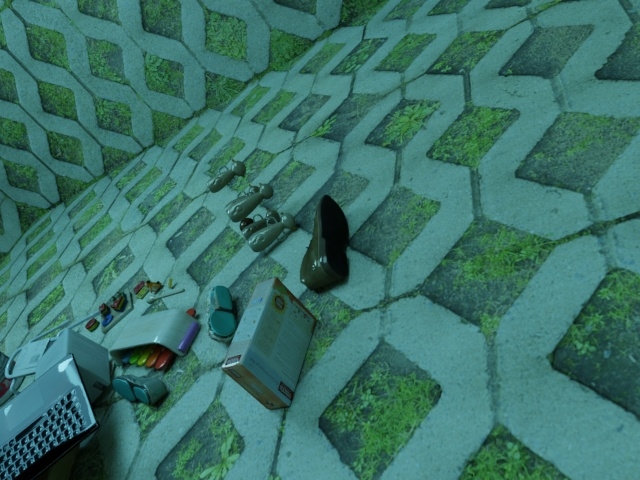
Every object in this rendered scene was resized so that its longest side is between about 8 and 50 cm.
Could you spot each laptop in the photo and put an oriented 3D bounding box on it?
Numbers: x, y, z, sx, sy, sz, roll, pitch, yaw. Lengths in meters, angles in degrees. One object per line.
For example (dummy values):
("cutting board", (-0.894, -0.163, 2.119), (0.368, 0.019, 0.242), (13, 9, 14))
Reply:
("laptop", (-0.758, 0.487, 1.425), (0.382, 0.236, 0.408), (-38, 51, -3))

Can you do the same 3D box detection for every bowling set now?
("bowling set", (-0.201, -0.101, 1.828), (0.154, 0.287, 0.200), (-35, -5, -3))

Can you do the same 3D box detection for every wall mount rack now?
("wall mount rack", (-0.887, 0.363, 2.005), (0.350, 0.130, 0.304), (-16, 50, 36))

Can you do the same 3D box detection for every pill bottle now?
("pill bottle", (-1.231, 0.438, 2.134), (0.176, 0.318, 0.176), (-28, 32, 20))

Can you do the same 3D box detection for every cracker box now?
("cracker box", (-0.103, 0.216, 1.283), (0.067, 0.156, 0.232), (-19, 35, 33))

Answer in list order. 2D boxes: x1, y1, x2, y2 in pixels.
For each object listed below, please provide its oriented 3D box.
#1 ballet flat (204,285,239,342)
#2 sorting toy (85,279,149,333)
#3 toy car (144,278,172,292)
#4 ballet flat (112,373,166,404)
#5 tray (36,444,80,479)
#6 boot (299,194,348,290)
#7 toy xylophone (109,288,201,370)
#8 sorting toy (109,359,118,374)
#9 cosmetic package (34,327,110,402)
("ballet flat", (-0.265, 0.208, 1.585), (0.241, 0.091, 0.077), (-103, 36, -63))
("sorting toy", (-0.710, 0.231, 2.090), (0.274, 0.046, 0.132), (-41, 29, -2))
("toy car", (-0.539, 0.150, 1.996), (0.122, 0.060, 0.041), (-14, 70, 49))
("ballet flat", (-0.473, 0.387, 1.592), (0.068, 0.072, 0.213), (-27, 17, -40))
("tray", (-0.810, 0.687, 1.551), (0.411, 0.076, 0.203), (-35, 30, 11))
("boot", (0.000, 0.000, 1.526), (0.115, 0.112, 0.305), (-36, 29, 30))
("toy xylophone", (-0.473, 0.256, 1.739), (0.322, 0.081, 0.236), (-9, 42, 44))
("sorting toy", (-0.631, 0.388, 1.815), (0.083, 0.012, 0.062), (-28, 33, 21))
("cosmetic package", (-0.724, 0.386, 1.764), (0.151, 0.151, 0.184), (-48, 29, 4))
